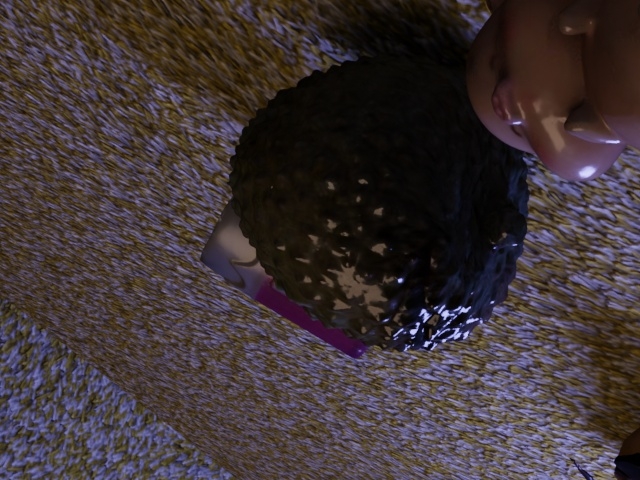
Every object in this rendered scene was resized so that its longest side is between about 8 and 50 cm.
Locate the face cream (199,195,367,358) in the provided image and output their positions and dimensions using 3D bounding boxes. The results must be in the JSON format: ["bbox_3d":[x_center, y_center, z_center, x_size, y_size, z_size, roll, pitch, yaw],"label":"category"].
[{"bbox_3d":[0.000,0.000,1.461,0.194,0.175,0.175,32,159,-1],"label":"face cream"}]

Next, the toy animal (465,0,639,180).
[{"bbox_3d":[0.199,-0.123,0.964,0.154,0.167,0.250,-7,-172,-32],"label":"toy animal"}]

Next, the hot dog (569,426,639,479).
[{"bbox_3d":[0.400,0.267,1.622,0.194,0.107,0.326,40,169,4],"label":"hot dog"}]

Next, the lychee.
[{"bbox_3d":[0.050,-0.032,1.210,0.274,0.255,0.255,4,148,31],"label":"lychee"}]
